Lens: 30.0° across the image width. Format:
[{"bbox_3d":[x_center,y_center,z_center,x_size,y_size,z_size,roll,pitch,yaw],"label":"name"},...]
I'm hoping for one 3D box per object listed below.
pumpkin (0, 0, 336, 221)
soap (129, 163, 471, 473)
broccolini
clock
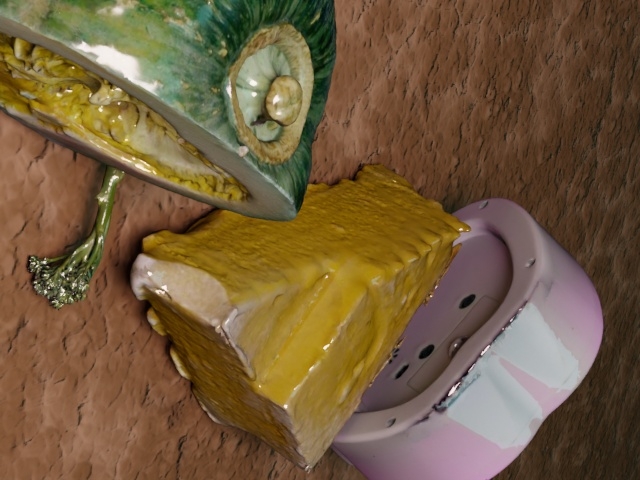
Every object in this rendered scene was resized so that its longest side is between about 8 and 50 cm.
[{"bbox_3d":[-0.118,-0.162,0.769,0.293,0.264,0.196,42,66,-53],"label":"pumpkin"},{"bbox_3d":[0.000,0.000,1.111,0.338,0.169,0.304,-54,155,-23],"label":"soap"},{"bbox_3d":[-0.174,-0.034,0.940,0.054,0.052,0.194,21,90,-62],"label":"broccolini"},{"bbox_3d":[0.130,0.107,1.246,0.102,0.339,0.338,45,67,-21],"label":"clock"}]
